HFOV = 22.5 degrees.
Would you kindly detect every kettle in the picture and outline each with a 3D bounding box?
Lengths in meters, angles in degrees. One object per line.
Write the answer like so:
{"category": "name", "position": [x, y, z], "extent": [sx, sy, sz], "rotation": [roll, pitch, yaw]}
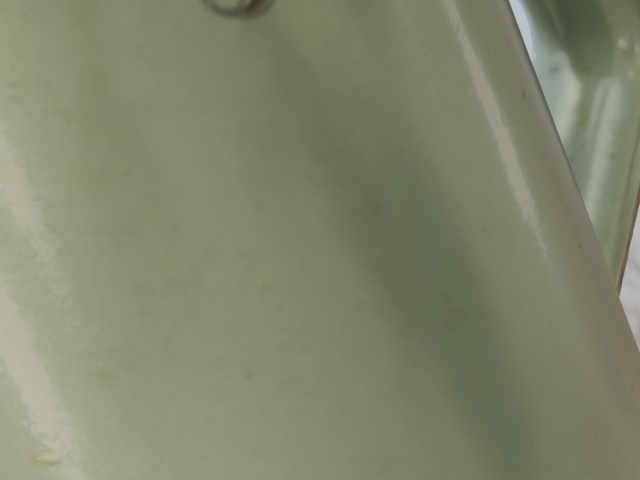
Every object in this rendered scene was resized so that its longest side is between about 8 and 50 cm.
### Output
{"category": "kettle", "position": [0.000, 0.000, 0.491], "extent": [0.250, 0.377, 0.361], "rotation": [11, 42, 47]}
